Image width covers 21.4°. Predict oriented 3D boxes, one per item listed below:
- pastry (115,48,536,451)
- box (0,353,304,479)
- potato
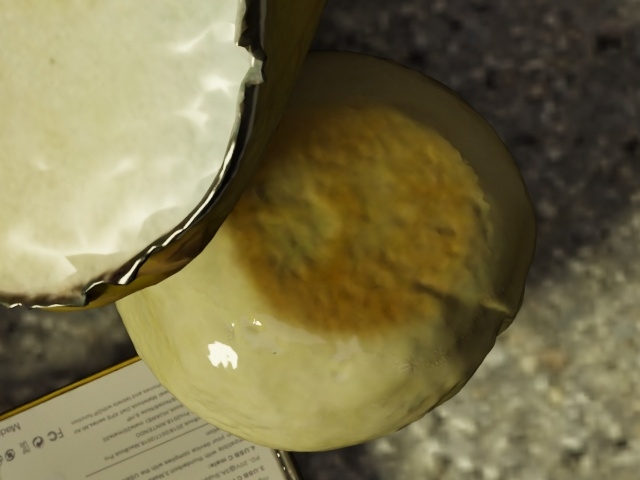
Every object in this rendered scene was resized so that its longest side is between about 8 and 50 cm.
[{"bbox_3d":[0.000,0.000,0.619,0.156,0.092,0.156,4,68,-11],"label":"pastry"},{"bbox_3d":[-0.046,0.165,0.673,0.129,0.033,0.247,-23,93,2],"label":"box"},{"bbox_3d":[-0.093,-0.137,0.565,0.299,0.196,0.246,50,120,7],"label":"potato"}]
